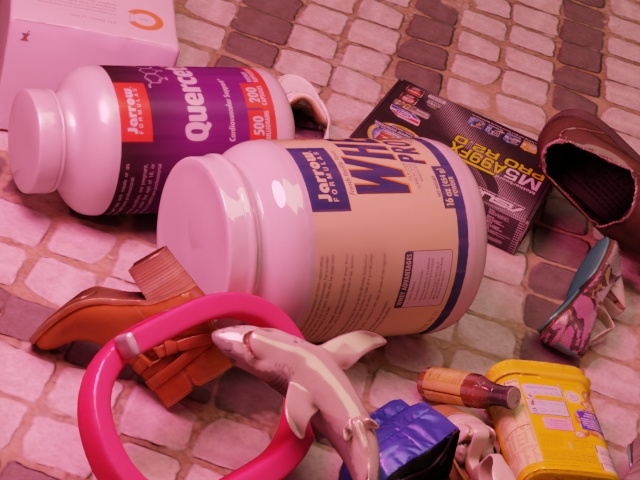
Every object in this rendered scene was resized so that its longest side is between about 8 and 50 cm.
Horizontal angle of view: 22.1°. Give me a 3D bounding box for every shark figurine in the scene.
[{"bbox_3d":[0.008,0.204,1.650,0.166,0.116,0.278,-14,66,-24],"label":"shark figurine"}]

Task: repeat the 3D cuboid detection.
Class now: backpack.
[{"bbox_3d":[0.072,0.233,1.716,0.101,0.098,0.120,32,48,31],"label":"backpack"}]

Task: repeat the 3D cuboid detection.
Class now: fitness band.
[{"bbox_3d":[-0.115,0.166,1.656,0.291,0.054,0.209,-24,91,-44],"label":"fitness band"}]

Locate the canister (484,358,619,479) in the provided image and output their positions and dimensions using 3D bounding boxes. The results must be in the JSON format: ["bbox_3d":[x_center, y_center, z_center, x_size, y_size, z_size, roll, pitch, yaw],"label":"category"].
[{"bbox_3d":[0.257,0.220,1.839,0.126,0.073,0.170,8,37,-15],"label":"canister"}]

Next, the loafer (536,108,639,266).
[{"bbox_3d":[0.422,-0.026,2.170,0.366,0.133,0.130,37,27,12],"label":"loafer"}]

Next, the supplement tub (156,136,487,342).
[{"bbox_3d":[0.000,0.000,1.877,0.325,0.235,0.235,-3,40,-29],"label":"supplement tub"}]

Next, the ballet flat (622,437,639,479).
[{"bbox_3d":[0.365,0.263,1.786,0.068,0.072,0.213,-13,5,17],"label":"ballet flat"}]

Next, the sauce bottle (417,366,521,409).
[{"bbox_3d":[0.168,0.169,1.845,0.128,0.042,0.042,9,21,43],"label":"sauce bottle"}]

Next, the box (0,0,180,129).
[{"bbox_3d":[-0.318,-0.294,2.193,0.215,0.168,0.345,9,35,-15],"label":"box"}]

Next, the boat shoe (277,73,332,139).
[{"bbox_3d":[-0.025,-0.158,2.206,0.098,0.096,0.277,10,35,-12],"label":"boat shoe"}]

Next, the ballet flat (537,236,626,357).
[{"bbox_3d":[0.345,0.081,2.085,0.079,0.077,0.221,42,42,0],"label":"ballet flat"}]

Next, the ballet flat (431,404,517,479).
[{"bbox_3d":[0.175,0.242,1.768,0.080,0.073,0.232,2,38,-24],"label":"ballet flat"}]

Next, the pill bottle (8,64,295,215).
[{"bbox_3d":[-0.205,-0.122,1.997,0.323,0.181,0.181,-2,40,-28],"label":"pill bottle"}]

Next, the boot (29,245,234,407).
[{"bbox_3d":[-0.202,0.114,1.754,0.152,0.197,0.073,60,19,-7],"label":"boot"}]

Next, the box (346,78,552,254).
[{"bbox_3d":[0.186,-0.107,2.268,0.270,0.060,0.216,26,35,10],"label":"box"}]
